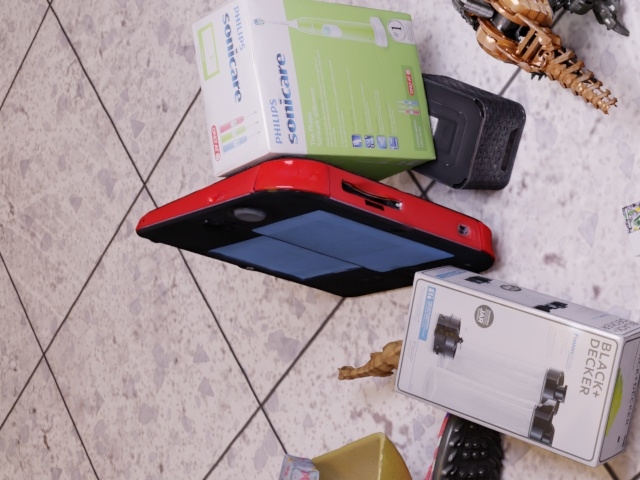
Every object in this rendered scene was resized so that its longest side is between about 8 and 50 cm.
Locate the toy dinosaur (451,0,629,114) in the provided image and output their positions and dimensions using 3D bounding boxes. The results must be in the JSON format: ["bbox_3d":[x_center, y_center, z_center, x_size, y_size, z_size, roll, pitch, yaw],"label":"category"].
[{"bbox_3d":[0.241,-0.260,1.561,0.164,0.218,0.322,-35,65,42],"label":"toy dinosaur"}]

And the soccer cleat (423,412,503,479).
[{"bbox_3d":[0.165,0.359,1.749,0.116,0.109,0.318,16,103,57],"label":"soccer cleat"}]

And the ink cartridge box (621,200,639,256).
[{"bbox_3d":[0.410,-0.026,1.515,0.115,0.029,0.062,-25,72,47],"label":"ink cartridge box"}]

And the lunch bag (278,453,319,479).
[{"bbox_3d":[-0.038,0.361,1.894,0.071,0.053,0.083,-145,66,-77],"label":"lunch bag"}]

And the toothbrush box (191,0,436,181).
[{"bbox_3d":[-0.005,-0.190,1.667,0.122,0.283,0.206,-20,76,47],"label":"toothbrush box"}]

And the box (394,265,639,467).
[{"bbox_3d":[0.245,0.148,1.613,0.290,0.087,0.169,19,105,33],"label":"box"}]

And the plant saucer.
[{"bbox_3d":[0.037,0.459,1.811,0.333,0.081,0.332,143,138,-61],"label":"plant saucer"}]

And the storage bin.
[{"bbox_3d":[0.172,-0.148,1.743,0.180,0.084,0.122,29,112,44],"label":"storage bin"}]

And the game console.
[{"bbox_3d":[0.000,0.000,1.722,0.342,0.387,0.060,-20,59,47],"label":"game console"}]

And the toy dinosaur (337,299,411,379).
[{"bbox_3d":[0.109,0.156,1.798,0.211,0.112,0.064,-41,60,40],"label":"toy dinosaur"}]
